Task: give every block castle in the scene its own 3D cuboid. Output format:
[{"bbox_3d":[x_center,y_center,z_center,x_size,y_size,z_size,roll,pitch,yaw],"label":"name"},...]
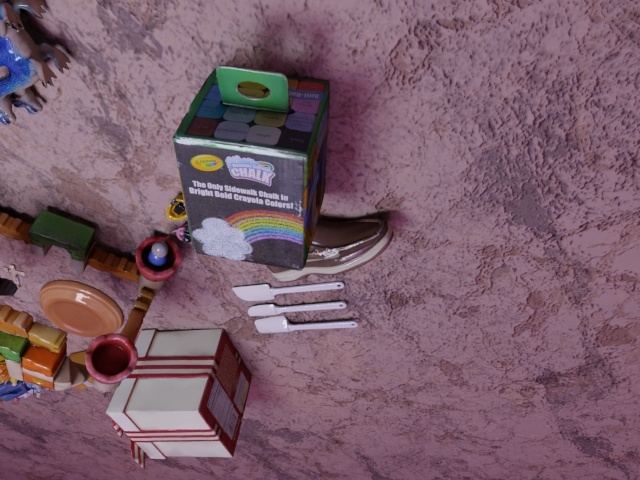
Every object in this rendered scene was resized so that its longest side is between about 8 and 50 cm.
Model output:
[{"bbox_3d":[-0.514,0.067,1.022,0.454,0.302,0.213,23,146,-11],"label":"block castle"}]

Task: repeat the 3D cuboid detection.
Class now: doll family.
[{"bbox_3d":[-0.822,0.370,1.534,0.163,0.118,0.263,-24,130,6],"label":"doll family"}]

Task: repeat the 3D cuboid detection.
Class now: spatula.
[{"bbox_3d":[-0.048,0.144,1.211,0.242,0.019,0.168,-7,129,18],"label":"spatula"}]

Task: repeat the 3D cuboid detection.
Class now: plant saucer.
[{"bbox_3d":[-0.567,0.170,1.341,0.200,0.037,0.200,6,136,6],"label":"plant saucer"}]

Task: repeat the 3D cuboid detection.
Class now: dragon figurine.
[{"bbox_3d":[-0.455,-0.285,0.794,0.144,0.085,0.289,0,137,13],"label":"dragon figurine"}]

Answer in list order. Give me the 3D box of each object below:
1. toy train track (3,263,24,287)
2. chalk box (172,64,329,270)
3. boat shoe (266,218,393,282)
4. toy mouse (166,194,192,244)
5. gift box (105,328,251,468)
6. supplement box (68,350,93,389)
[{"bbox_3d":[-0.696,0.084,1.295,0.048,0.014,0.083,15,138,-3],"label":"toy train track"},{"bbox_3d":[-0.088,-0.125,0.815,0.180,0.179,0.288,9,136,4],"label":"chalk box"},{"bbox_3d":[-0.002,0.005,0.996,0.258,0.095,0.095,-20,123,30],"label":"boat shoe"},{"bbox_3d":[-0.217,-0.030,1.050,0.143,0.031,0.161,33,134,-21],"label":"toy mouse"},{"bbox_3d":[-0.332,0.384,1.356,0.258,0.255,0.276,-4,129,14],"label":"gift box"},{"bbox_3d":[-0.564,0.326,1.477,0.234,0.078,0.080,-16,130,28],"label":"supplement box"}]
